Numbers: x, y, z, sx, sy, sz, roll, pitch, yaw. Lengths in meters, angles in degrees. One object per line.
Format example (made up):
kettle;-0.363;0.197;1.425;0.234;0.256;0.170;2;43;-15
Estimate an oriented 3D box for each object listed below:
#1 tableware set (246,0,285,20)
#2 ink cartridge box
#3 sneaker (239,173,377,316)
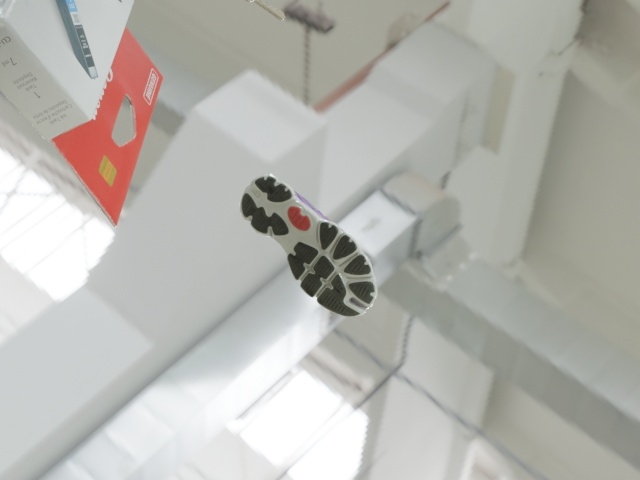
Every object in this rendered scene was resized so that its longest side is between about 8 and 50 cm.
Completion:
tableware set;-0.095;-0.349;1.654;0.039;0.128;0.194;-24;-33;34
ink cartridge box;-0.245;-0.204;1.545;0.066;0.296;0.261;-23;-56;23
sneaker;0.000;0.000;1.335;0.068;0.071;0.170;-48;-115;17
